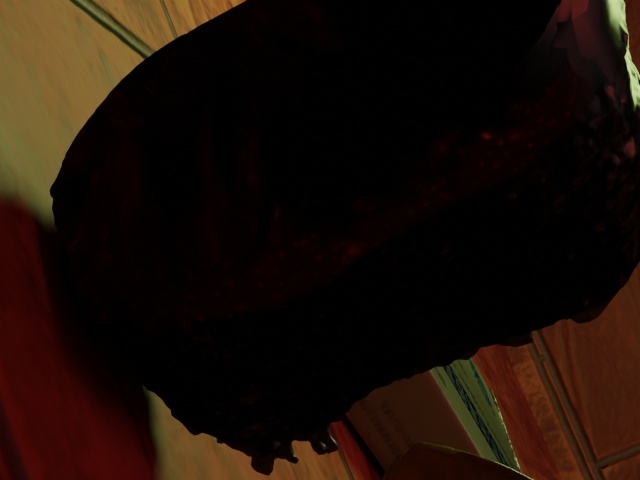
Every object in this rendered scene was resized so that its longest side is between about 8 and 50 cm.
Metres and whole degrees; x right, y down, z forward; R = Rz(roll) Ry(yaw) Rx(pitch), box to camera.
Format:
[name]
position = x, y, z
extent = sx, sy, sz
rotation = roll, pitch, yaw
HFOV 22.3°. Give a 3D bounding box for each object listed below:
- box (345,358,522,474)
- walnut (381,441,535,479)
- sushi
[box]
position = 0.061, 0.091, 1.120
extent = 0.200, 0.065, 0.343
rotation = -107, 169, -45
[walnut]
position = 0.109, 0.195, 0.875
extent = 0.211, 0.087, 0.167
rotation = 23, -29, 23
[sushi]
position = 0.019, -0.021, 0.606
extent = 0.126, 0.225, 0.136
rotation = 52, 10, -52
